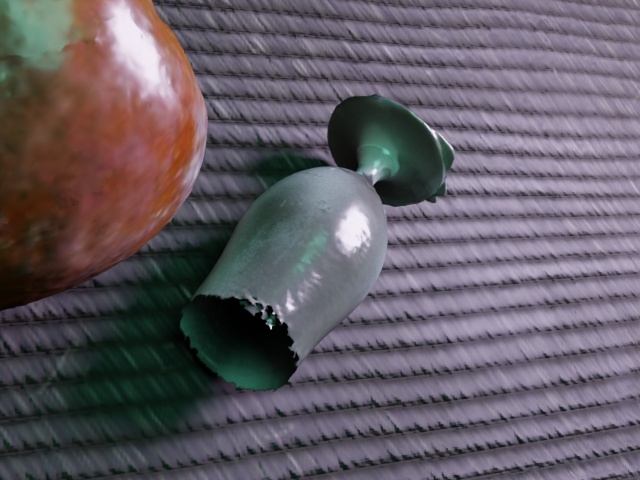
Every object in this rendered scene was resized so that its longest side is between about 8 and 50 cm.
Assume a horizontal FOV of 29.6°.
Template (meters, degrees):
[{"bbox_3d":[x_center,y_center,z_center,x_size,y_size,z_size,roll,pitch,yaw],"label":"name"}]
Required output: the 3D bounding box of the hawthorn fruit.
[{"bbox_3d":[-0.194,-0.078,0.638,0.263,0.231,0.235,-9,61,-41],"label":"hawthorn fruit"}]

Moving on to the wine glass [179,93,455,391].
[{"bbox_3d":[0.000,0.000,0.812,0.103,0.103,0.222,44,51,-7],"label":"wine glass"}]
